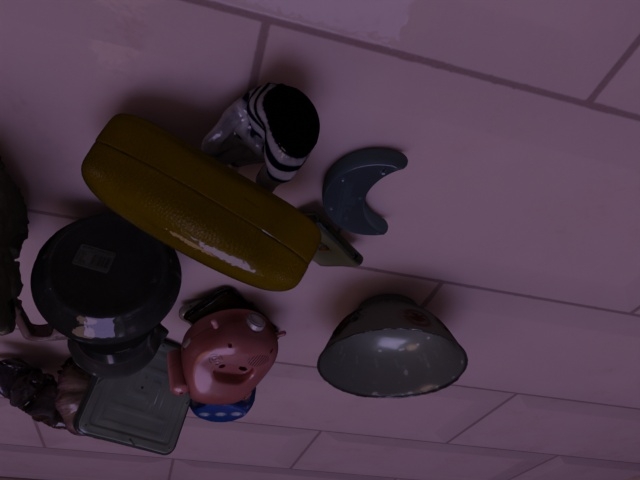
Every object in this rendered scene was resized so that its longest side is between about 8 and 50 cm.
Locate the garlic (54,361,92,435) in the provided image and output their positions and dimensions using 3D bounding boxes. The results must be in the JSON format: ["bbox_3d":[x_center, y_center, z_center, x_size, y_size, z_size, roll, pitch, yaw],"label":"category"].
[{"bbox_3d":[-0.576,0.406,1.402,0.244,0.245,0.160,29,135,-31],"label":"garlic"}]

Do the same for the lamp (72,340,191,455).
[{"bbox_3d":[-0.450,0.381,1.354,0.269,0.267,0.047,32,152,-34],"label":"lamp"}]

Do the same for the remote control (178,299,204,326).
[{"bbox_3d":[-0.287,0.188,1.283,0.074,0.032,0.122,-21,139,2],"label":"remote control"}]

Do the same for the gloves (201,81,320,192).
[{"bbox_3d":[-0.090,-0.155,0.807,0.140,0.132,0.218,34,167,-23],"label":"gloves"}]

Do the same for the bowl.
[{"bbox_3d":[0.159,0.227,1.236,0.336,0.158,0.337,0,140,0],"label":"bowl"}]

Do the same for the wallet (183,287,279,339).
[{"bbox_3d":[-0.201,0.204,1.289,0.137,0.031,0.255,-30,138,6],"label":"wallet"}]

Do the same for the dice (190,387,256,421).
[{"bbox_3d":[-0.276,0.417,1.490,0.146,0.143,0.146,-29,136,31],"label":"dice"}]

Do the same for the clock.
[{"bbox_3d":[-0.203,0.263,1.224,0.227,0.142,0.241,18,124,-37],"label":"clock"}]

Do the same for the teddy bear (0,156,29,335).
[{"bbox_3d":[-0.575,-0.005,0.794,0.224,0.368,0.358,-24,130,-1],"label":"teddy bear"}]

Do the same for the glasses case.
[{"bbox_3d":[-0.180,-0.045,0.805,0.371,0.141,0.173,30,170,-6],"label":"glasses case"}]

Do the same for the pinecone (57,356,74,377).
[{"bbox_3d":[-0.683,0.358,1.479,0.077,0.077,0.083,26,103,-28],"label":"pinecone"}]

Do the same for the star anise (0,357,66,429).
[{"bbox_3d":[-0.772,0.414,1.455,0.331,0.118,0.332,30,159,13],"label":"star anise"}]

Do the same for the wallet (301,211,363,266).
[{"bbox_3d":[0.000,0.000,1.032,0.110,0.040,0.155,-2,147,40],"label":"wallet"}]

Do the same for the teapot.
[{"bbox_3d":[-0.434,0.130,1.049,0.299,0.254,0.344,-2,148,-19],"label":"teapot"}]

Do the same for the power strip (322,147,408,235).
[{"bbox_3d":[0.069,-0.075,0.949,0.137,0.044,0.216,6,141,-5],"label":"power strip"}]
